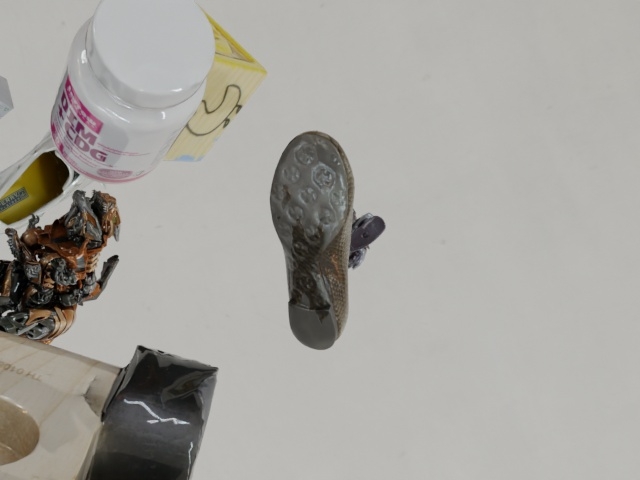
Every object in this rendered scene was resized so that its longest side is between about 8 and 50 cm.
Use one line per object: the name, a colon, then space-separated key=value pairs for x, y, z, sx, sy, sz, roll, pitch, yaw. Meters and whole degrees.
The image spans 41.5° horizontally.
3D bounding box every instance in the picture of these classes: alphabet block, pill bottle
alphabet block: x=-0.239 y=-0.258 z=1.331 sx=0.193 sy=0.192 sz=0.197 roll=45 pitch=110 yaw=12
pill bottle: x=-0.231 y=-0.183 z=1.024 sx=0.160 sy=0.283 sz=0.161 roll=7 pitch=73 yaw=-22

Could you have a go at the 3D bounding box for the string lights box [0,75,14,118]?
string lights box: x=-0.682 y=-0.210 z=1.479 sx=0.259 sy=0.133 sz=0.077 roll=-32 pitch=60 yaw=16

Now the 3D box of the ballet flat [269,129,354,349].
ballet flat: x=0.000 y=0.000 z=0.844 sx=0.084 sy=0.058 sz=0.250 roll=11 pitch=126 yaw=21

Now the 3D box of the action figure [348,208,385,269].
action figure: x=0.031 y=-0.035 z=1.519 sx=0.099 sy=0.285 sz=0.185 roll=-41 pitch=94 yaw=-2

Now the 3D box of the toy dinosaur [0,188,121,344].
toy dinosaur: x=-0.377 y=0.075 z=1.088 sx=0.218 sy=0.164 sz=0.322 roll=14 pitch=94 yaw=-50

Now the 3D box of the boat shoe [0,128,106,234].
boat shoe: x=-0.460 y=-0.133 z=1.511 sx=0.367 sy=0.156 sz=0.136 roll=-43 pitch=121 yaw=-40

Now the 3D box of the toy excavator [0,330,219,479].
toy excavator: x=-0.217 y=0.295 z=0.384 sx=0.222 sy=0.433 sz=0.446 roll=16 pitch=109 yaw=-7
